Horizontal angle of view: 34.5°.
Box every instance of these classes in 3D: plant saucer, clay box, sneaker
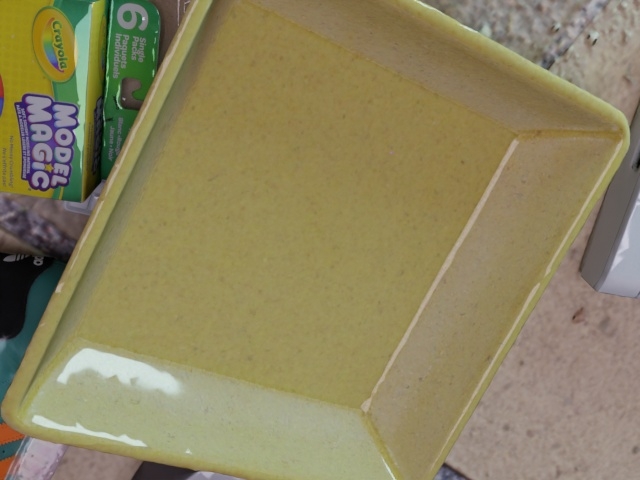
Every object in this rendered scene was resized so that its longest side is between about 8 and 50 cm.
[{"bbox_3d":[0.000,0.000,0.682,0.333,0.081,0.332,20,104,-32],"label":"plant saucer"},{"bbox_3d":[-0.216,-0.100,0.637,0.222,0.053,0.127,8,110,2],"label":"clay box"},{"bbox_3d":[-0.248,0.148,0.707,0.121,0.108,0.302,29,82,-12],"label":"sneaker"}]

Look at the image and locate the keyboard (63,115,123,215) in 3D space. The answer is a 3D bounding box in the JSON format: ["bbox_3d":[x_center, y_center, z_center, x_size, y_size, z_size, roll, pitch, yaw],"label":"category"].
[{"bbox_3d":[-0.046,-0.027,0.727,0.256,0.014,0.072,12,108,-20],"label":"keyboard"}]

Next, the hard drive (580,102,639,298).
[{"bbox_3d":[0.403,-0.041,0.797,0.353,0.047,0.233,10,109,-14],"label":"hard drive"}]

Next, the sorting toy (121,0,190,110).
[{"bbox_3d":[-0.094,-0.180,0.663,0.208,0.038,0.193,-1,111,-5],"label":"sorting toy"}]

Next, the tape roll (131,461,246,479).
[{"bbox_3d":[-0.050,0.244,0.815,0.219,0.072,0.219,-4,111,-9],"label":"tape roll"}]
